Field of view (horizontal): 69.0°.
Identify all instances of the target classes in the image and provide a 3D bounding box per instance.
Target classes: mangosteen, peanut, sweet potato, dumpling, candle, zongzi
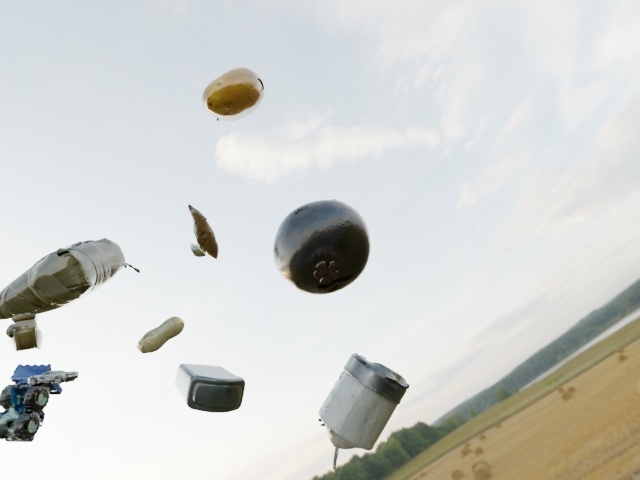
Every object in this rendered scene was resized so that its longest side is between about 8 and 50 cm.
[{"bbox_3d":[0.000,0.000,1.301,0.274,0.302,0.275,-2,-59,-4],"label":"mangosteen"},{"bbox_3d":[-0.647,0.385,1.896,0.206,0.087,0.087,-35,-23,-31],"label":"peanut"},{"bbox_3d":[-0.370,-0.023,1.475,0.068,0.059,0.206,-37,-62,-41],"label":"sweet potato"},{"bbox_3d":[-0.464,0.033,1.750,0.077,0.059,0.043,4,-49,-44],"label":"dumpling"},{"bbox_3d":[0.094,0.484,1.289,0.330,0.187,0.187,-59,-28,-4],"label":"candle"},{"bbox_3d":[-1.075,0.154,1.930,0.466,0.218,0.500,-20,7,5],"label":"zongzi"}]

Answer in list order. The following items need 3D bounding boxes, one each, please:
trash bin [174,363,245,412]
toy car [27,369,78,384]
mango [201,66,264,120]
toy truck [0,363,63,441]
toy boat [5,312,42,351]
[{"bbox_3d":[-0.344,0.452,1.446,0.176,0.101,0.236,11,-5,-31],"label":"trash bin"},{"bbox_3d":[-0.518,0.264,0.900,0.093,0.025,0.041,-3,-11,4],"label":"toy car"},{"bbox_3d":[-0.288,-0.486,1.548,0.190,0.160,0.290,-19,16,21],"label":"mango"},{"bbox_3d":[-0.835,0.466,1.338,0.113,0.208,0.126,-2,-31,8],"label":"toy truck"},{"bbox_3d":[-0.945,0.295,1.495,0.089,0.122,0.321,-9,-6,-30],"label":"toy boat"}]
